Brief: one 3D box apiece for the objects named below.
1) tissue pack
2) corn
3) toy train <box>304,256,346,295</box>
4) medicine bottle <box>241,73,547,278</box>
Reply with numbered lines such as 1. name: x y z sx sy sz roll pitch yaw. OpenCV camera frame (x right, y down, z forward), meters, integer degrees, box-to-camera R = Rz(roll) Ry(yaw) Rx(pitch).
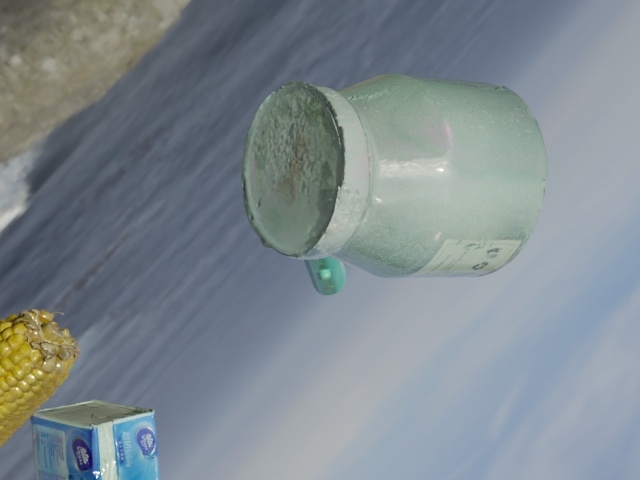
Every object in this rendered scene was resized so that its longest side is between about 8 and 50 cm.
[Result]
1. tissue pack: -0.360 0.405 1.924 0.146 0.264 0.198 -7 -175 -42
2. corn: -0.399 0.199 1.345 0.305 0.106 0.106 -45 177 13
3. toy train: 0.000 0.000 2.138 0.101 0.159 0.248 -10 153 6
4. medicine bottle: 0.080 -0.077 1.375 0.290 0.245 0.245 2 141 -37
